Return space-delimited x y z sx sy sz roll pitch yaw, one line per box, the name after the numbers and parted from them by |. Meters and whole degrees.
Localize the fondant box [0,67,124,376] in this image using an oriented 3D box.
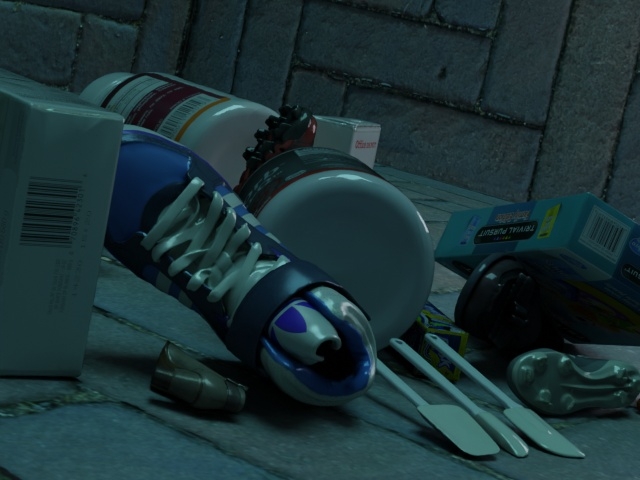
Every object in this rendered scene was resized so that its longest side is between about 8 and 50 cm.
-0.315 -0.035 1.294 0.096 0.238 0.330 4 12 -36 | fondant box

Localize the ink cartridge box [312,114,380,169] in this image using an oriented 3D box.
0.018 -0.090 2.219 0.092 0.218 0.158 15 8 16 | ink cartridge box

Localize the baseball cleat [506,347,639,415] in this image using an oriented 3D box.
0.261 0.158 1.532 0.206 0.072 0.109 12 -7 -37 | baseball cleat

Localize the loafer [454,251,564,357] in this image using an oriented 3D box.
0.238 0.089 1.655 0.095 0.109 0.302 31 -2 20 | loafer

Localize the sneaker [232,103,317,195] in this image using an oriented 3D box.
-0.058 -0.063 1.885 0.135 0.276 0.097 27 32 -9 | sneaker

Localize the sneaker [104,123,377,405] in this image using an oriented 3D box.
-0.071 0.027 1.263 0.323 0.130 0.236 49 -15 -29 | sneaker

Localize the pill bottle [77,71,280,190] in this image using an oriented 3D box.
-0.227 -0.141 2.169 0.224 0.224 0.392 6 11 -38 | pill bottle

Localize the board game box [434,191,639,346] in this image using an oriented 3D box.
0.328 0.046 1.744 0.254 0.079 0.336 30 -14 -17 | board game box

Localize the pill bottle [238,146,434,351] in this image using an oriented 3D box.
0.000 0.000 1.637 0.210 0.210 0.363 12 8 -9 | pill bottle

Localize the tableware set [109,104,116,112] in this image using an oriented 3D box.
-0.383 -0.141 2.066 0.039 0.128 0.194 46 27 -19 | tableware set

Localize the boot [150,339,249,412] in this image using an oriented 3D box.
-0.107 0.127 1.238 0.087 0.042 0.118 18 9 -5 | boot

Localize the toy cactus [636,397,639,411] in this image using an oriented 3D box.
0.462 0.188 1.560 0.180 0.112 0.219 30 0 -18 | toy cactus

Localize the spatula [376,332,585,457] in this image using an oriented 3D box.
0.131 0.149 1.377 0.168 0.019 0.242 3 25 -37 | spatula

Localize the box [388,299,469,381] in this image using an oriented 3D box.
0.117 0.110 1.596 0.054 0.059 0.169 10 9 -13 | box
